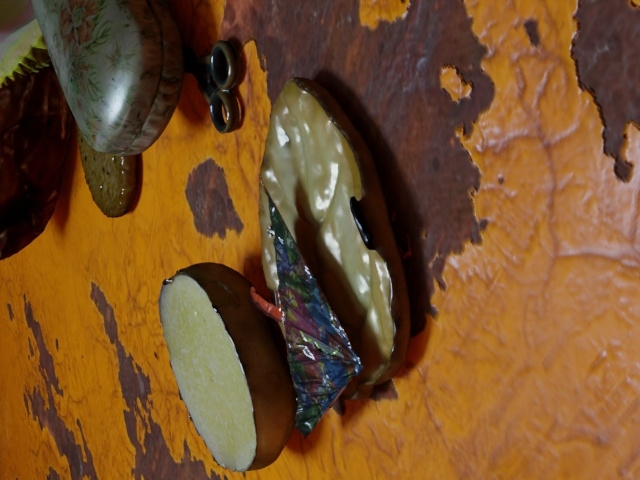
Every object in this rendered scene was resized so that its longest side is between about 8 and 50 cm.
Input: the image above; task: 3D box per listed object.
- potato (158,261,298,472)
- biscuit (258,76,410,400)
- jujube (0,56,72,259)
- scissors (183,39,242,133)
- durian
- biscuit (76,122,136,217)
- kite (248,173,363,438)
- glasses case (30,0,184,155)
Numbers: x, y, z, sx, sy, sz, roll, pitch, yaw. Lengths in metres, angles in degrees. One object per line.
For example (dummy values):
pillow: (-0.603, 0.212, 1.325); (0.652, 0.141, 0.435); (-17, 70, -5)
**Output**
potato: (-0.078, 0.115, 0.931); (0.164, 0.081, 0.200); (-34, 73, 56)
biscuit: (0.005, -0.001, 0.783); (0.203, 0.041, 0.260); (-10, 90, 65)
jujube: (-0.496, -0.145, 1.416); (0.276, 0.276, 0.377); (52, 143, 40)
scissors: (-0.131, -0.177, 0.988); (0.220, 0.017, 0.088); (39, 133, 50)
durian: (-0.406, -0.353, 1.266); (0.355, 0.169, 0.157); (54, 138, 28)
biscuit: (-0.271, -0.121, 1.251); (0.188, 0.027, 0.188); (33, 129, 53)
kite: (-0.016, 0.064, 0.794); (0.189, 0.009, 0.232); (23, 123, 57)
glasses case: (-0.247, -0.269, 1.060); (0.156, 0.098, 0.425); (-56, 46, 36)
